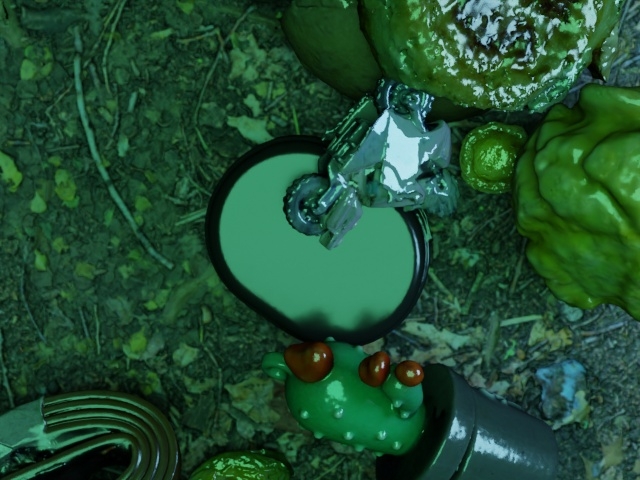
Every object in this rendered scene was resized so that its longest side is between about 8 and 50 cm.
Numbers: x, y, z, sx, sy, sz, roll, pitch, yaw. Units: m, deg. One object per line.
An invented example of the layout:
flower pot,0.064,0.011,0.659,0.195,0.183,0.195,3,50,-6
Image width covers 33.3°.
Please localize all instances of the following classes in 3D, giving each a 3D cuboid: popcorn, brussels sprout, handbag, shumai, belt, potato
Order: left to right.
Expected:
belt,-0.350,0.316,1.395,0.338,0.122,0.217,-17,73,-10
brussels sprout,-0.122,0.360,1.461,0.181,0.100,0.139,-28,86,5
handbag,0.000,0.000,1.418,0.308,0.093,0.254,35,94,-4
potato,0.098,-0.232,1.332,0.189,0.211,0.264,-37,97,-4
shumai,0.327,-0.274,1.357,0.123,0.105,0.139,11,118,-9
popcorn,0.400,-0.036,1.307,0.334,0.292,0.294,8,100,-6

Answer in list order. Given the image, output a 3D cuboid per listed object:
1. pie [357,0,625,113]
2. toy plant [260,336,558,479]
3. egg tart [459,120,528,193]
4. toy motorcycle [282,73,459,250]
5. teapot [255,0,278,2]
pie,0.195,-0.296,1.203,0.354,0.103,0.288,12,106,-19
toy plant,0.101,0.234,1.379,0.400,0.279,0.185,25,92,-18
egg tart,0.235,-0.110,1.430,0.105,0.039,0.105,0,97,0
toy motorcycle,0.089,-0.072,1.316,0.239,0.108,0.204,-43,119,14
teapot,-0.055,-0.373,1.359,0.165,0.119,0.130,-19,102,-6
